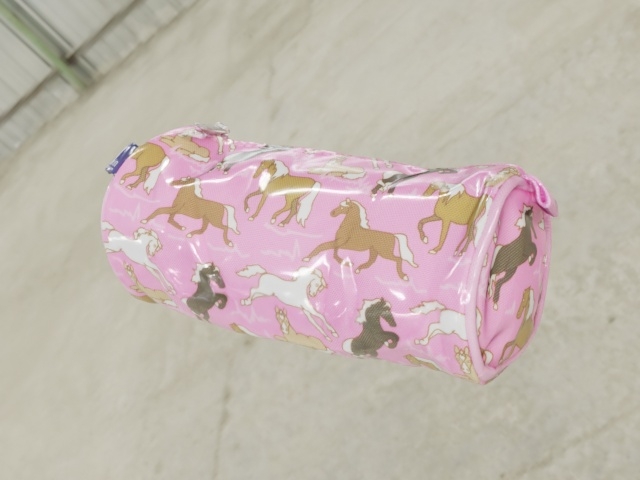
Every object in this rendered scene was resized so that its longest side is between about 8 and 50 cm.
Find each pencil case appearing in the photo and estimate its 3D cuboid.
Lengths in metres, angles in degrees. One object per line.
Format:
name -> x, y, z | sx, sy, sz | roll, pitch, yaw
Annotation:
pencil case -> 0.000, 0.000, 0.848 | 0.386, 0.167, 0.160 | 12, 31, 33
